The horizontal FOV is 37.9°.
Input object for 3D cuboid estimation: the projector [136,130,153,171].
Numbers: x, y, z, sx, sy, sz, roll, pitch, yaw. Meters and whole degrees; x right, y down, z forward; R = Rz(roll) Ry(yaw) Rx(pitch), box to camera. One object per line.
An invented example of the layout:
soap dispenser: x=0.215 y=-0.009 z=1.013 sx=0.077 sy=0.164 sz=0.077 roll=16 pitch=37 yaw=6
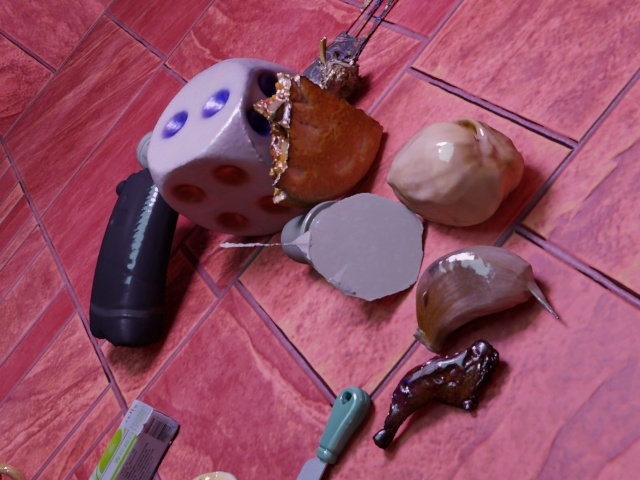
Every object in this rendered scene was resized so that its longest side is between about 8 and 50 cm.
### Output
projector: x=-0.295 y=-0.153 z=1.991 sx=0.108 sy=0.108 sz=0.337 roll=-54 pitch=34 yaw=-2

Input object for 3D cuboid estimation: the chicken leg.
chicken leg: x=0.146 y=0.196 z=1.215 sx=0.205 sy=0.053 sz=0.093 roll=-35 pitch=52 yaw=30

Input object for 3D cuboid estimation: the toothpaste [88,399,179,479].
toothpaste: x=-0.357 y=0.437 z=1.569 sx=0.081 sy=0.067 sz=0.336 roll=8 pitch=65 yaw=55

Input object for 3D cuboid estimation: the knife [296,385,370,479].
knife: x=-0.009 y=0.320 z=1.299 sx=0.260 sy=0.035 sz=0.063 roll=-60 pitch=31 yaw=-5

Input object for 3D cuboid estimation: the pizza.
pizza: x=-0.019 y=-0.174 z=1.546 sx=0.081 sy=0.228 sz=0.289 roll=-12 pitch=22 yaw=47

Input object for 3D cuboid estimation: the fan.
fan: x=0.001 y=0.007 z=1.414 sx=0.310 sy=0.010 sz=0.182 roll=1 pitch=63 yaw=3

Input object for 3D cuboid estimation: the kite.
kite: x=0.070 y=-0.415 z=1.886 sx=0.285 sy=0.015 sz=0.152 roll=-54 pitch=37 yaw=2

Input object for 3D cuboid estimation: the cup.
cup: x=0.000 y=0.000 z=1.513 sx=0.141 sy=0.120 sz=0.120 roll=-9 pitch=52 yaw=61

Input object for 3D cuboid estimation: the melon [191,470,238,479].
melon: x=-0.157 y=0.406 z=1.362 sx=0.128 sy=0.079 sz=0.160 roll=-44 pitch=28 yaw=-25

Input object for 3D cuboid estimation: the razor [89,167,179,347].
razor: x=-0.362 y=0.033 z=1.821 sx=0.204 sy=0.114 sz=0.348 roll=1 pitch=80 yaw=54

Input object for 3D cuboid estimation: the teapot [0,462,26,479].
teapot: x=-0.708 y=0.519 z=1.841 sx=0.311 sy=0.167 sz=0.203 roll=-18 pitch=18 yaw=13

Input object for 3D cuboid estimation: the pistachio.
pistachio: x=0.191 y=-0.097 z=1.351 sx=0.229 sy=0.157 sz=0.157 roll=-4 pitch=55 yaw=63

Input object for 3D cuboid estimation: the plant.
plant: x=0.015 y=-0.318 z=1.762 sx=0.116 sy=0.104 sz=0.122 roll=-38 pitch=76 yaw=32

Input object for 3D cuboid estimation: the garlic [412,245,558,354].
garlic: x=0.215 y=0.069 z=1.230 sx=0.198 sy=0.090 sz=0.128 roll=-19 pitch=61 yaw=30

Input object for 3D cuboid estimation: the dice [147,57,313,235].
dice: x=-0.133 y=-0.164 z=1.682 sx=0.251 sy=0.259 sz=0.243 roll=-21 pitch=48 yaw=37
